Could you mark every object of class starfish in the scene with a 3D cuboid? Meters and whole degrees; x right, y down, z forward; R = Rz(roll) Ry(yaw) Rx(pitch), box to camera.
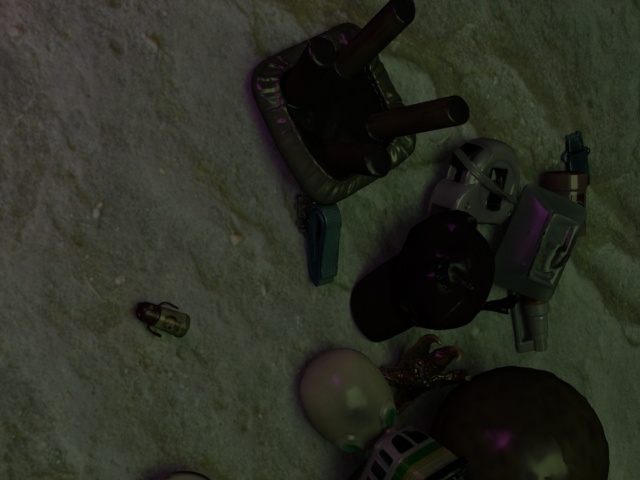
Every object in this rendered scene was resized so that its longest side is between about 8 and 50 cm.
[{"bbox_3d":[0.201,0.291,2.030,0.216,0.071,0.238,21,116,-5],"label":"starfish"}]

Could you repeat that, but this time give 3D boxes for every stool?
[{"bbox_3d":[0.077,-0.259,1.791,0.310,0.226,0.310,-34,102,-30],"label":"stool"}]

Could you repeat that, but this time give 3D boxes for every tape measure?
[{"bbox_3d":[0.351,-0.126,2.086,0.236,0.120,0.197,2,103,-42],"label":"tape measure"}]

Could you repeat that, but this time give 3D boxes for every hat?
[{"bbox_3d":[0.237,0.118,1.942,0.336,0.209,0.238,-43,123,6],"label":"hat"}]

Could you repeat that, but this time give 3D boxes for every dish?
[{"bbox_3d":[0.506,0.014,2.155,0.182,0.080,0.243,20,95,-23],"label":"dish"}]

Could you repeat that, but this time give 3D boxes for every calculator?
[{"bbox_3d":[0.623,-0.194,2.322,0.094,0.019,0.141,-18,105,-31],"label":"calculator"}]

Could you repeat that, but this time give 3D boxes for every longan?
[{"bbox_3d":[0.416,0.457,2.040,0.391,0.391,0.391,-5,99,-34],"label":"longan"}]

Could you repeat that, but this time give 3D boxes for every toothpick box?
[{"bbox_3d":[0.580,-0.087,2.258,0.098,0.098,0.149,-8,102,-33],"label":"toothpick box"}]

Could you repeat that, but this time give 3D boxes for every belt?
[{"bbox_3d":[-0.004,0.001,1.900,0.065,0.100,0.179,-14,119,-33],"label":"belt"}]

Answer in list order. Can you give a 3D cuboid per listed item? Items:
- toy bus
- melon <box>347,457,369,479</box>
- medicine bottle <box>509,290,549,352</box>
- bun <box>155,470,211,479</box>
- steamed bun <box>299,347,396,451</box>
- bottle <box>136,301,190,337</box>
[{"bbox_3d":[0.154,0.532,1.925,0.143,0.179,0.305,-17,135,-47],"label":"toy bus"},{"bbox_3d":[0.096,0.532,2.053,0.182,0.054,0.098,-27,125,-28],"label":"melon"},{"bbox_3d":[0.496,0.159,2.263,0.092,0.061,0.220,-11,104,-8],"label":"medicine bottle"},{"bbox_3d":[-0.260,0.513,1.754,0.173,0.120,0.173,13,57,-21],"label":"bun"},{"bbox_3d":[0.063,0.332,1.929,0.177,0.131,0.228,-31,112,-8],"label":"steamed bun"},{"bbox_3d":[-0.289,0.143,1.732,0.101,0.047,0.063,25,73,-32],"label":"bottle"}]
